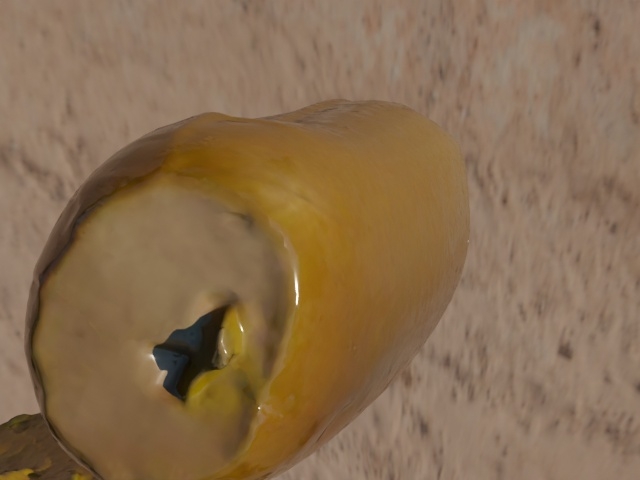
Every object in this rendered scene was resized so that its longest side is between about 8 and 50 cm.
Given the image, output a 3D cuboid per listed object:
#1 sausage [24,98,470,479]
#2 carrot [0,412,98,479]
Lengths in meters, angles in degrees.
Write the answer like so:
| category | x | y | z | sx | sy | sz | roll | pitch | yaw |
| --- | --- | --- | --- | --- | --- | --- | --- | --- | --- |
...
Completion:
| category | x | y | z | sx | sy | sz | roll | pitch | yaw |
| --- | --- | --- | --- | --- | --- | --- | --- | --- | --- |
| sausage | -0.004 | 0.004 | 0.642 | 0.112 | 0.328 | 0.112 | 2 | 98 | 14 |
| carrot | -0.228 | 0.262 | 1.527 | 0.241 | 0.241 | 0.341 | -44 | 121 | -8 |
